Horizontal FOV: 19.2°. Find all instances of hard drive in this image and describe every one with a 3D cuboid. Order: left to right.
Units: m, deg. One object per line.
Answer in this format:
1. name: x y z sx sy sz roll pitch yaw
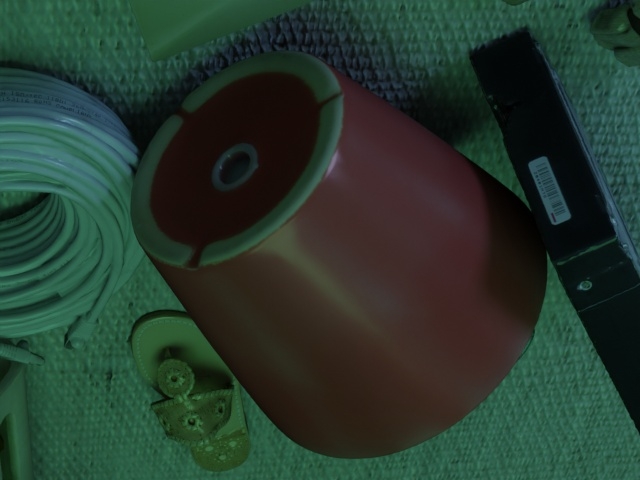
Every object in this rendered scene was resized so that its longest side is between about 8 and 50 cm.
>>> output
1. hard drive: 0.231 0.015 1.565 0.064 0.237 0.339 -23 138 8

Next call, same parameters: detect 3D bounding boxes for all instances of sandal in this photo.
1. sandal: -0.108 0.164 1.760 0.088 0.079 0.240 -16 140 2

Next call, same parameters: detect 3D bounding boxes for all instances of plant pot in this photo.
1. plant pot: 0.000 0.000 1.468 0.275 0.275 0.243 -30 134 18

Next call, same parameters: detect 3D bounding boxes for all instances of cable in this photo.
1. cable: -0.254 -0.025 1.497 0.257 0.089 0.257 21 128 -34

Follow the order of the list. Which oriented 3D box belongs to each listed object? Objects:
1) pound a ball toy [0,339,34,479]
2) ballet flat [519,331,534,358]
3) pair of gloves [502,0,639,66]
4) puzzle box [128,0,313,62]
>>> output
1. pound a ball toy: -0.289 0.220 1.704 0.208 0.136 0.319 21 140 14
2. ballet flat: 0.136 0.119 1.804 0.188 0.070 0.070 -36 135 26
3. pair of gloves: 0.249 -0.199 1.423 0.240 0.042 0.204 23 157 -29
4. puzzle box: -0.019 -0.262 1.186 0.272 0.052 0.409 -21 161 -4
